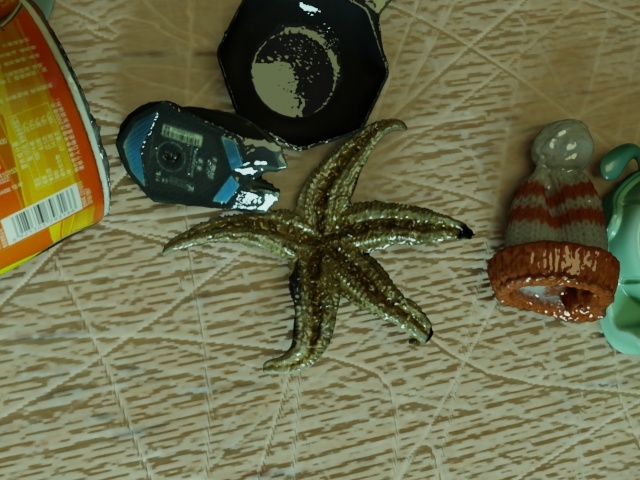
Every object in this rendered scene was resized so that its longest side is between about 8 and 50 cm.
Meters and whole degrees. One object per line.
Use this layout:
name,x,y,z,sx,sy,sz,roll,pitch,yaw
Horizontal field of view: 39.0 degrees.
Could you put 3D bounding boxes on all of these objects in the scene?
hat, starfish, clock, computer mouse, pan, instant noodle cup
hat,0.199,-0.022,0.757,0.112,0.093,0.162,15,66,-24
starfish,0.000,0.002,0.709,0.238,0.057,0.213,7,80,0
clock,0.308,0.003,0.786,0.148,0.060,0.188,-11,90,-15
computer mouse,-0.087,-0.064,0.678,0.135,0.047,0.079,16,115,10
pan,0.018,-0.148,0.720,0.202,0.048,0.128,-18,94,-13
instant noodle cup,-0.244,-0.056,0.576,0.174,0.213,0.213,-24,94,-23

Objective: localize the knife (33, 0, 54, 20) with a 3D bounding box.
knife,-0.356,-0.171,0.557,0.399,0.038,0.132,-16,101,-35
